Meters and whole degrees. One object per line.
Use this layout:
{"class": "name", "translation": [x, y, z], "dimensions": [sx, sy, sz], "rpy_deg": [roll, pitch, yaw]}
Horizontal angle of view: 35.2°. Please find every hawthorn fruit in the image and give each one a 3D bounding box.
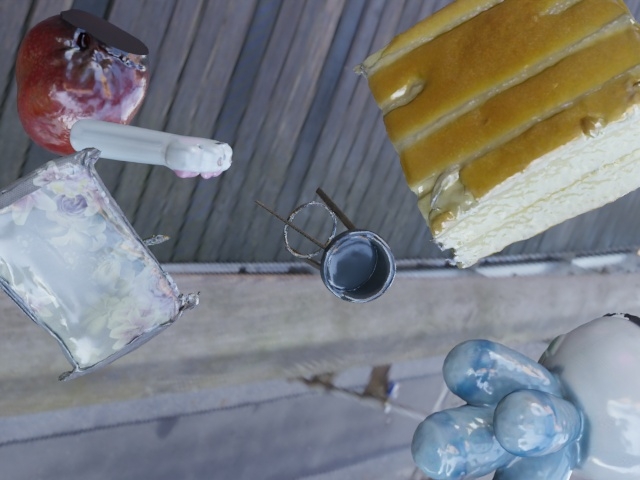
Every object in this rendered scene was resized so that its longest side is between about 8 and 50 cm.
{"class": "hawthorn fruit", "translation": [-0.347, -0.208, 1.434], "dimensions": [0.189, 0.189, 0.251], "rpy_deg": [-31, 163, -41]}

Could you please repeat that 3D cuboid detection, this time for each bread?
{"class": "bread", "translation": [0.175, -0.120, 0.892], "dimensions": [0.246, 0.239, 0.111], "rpy_deg": [-26, 137, 14]}

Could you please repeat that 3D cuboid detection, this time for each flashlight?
{"class": "flashlight", "translation": [-0.203, -0.107, 1.187], "dimensions": [0.093, 0.200, 0.047], "rpy_deg": [-30, 128, -70]}

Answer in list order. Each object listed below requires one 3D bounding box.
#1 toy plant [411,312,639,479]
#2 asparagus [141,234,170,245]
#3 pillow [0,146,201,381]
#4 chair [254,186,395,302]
{"class": "toy plant", "translation": [0.266, 0.231, 1.256], "dimensions": [0.332, 0.247, 0.247], "rpy_deg": [-12, 127, -20]}
{"class": "asparagus", "translation": [-0.272, 0.009, 1.288], "dimensions": [0.163, 0.016, 0.016], "rpy_deg": [-8, 162, -14]}
{"class": "pillow", "translation": [-0.231, 0.023, 0.972], "dimensions": [0.169, 0.059, 0.255], "rpy_deg": [-30, 135, -4]}
{"class": "chair", "translation": [0.001, 0.000, 1.335], "dimensions": [0.095, 0.221, 0.104], "rpy_deg": [18, 102, -39]}
